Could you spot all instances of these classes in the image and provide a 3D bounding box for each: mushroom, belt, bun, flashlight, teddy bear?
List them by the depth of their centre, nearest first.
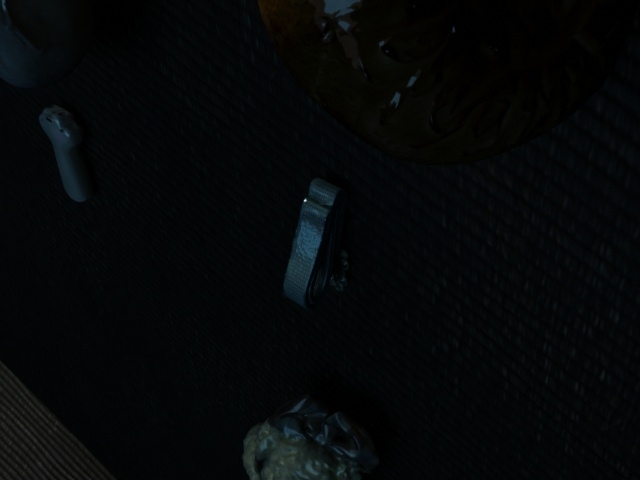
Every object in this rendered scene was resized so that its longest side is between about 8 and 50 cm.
[{"bbox_3d":[0.098,-0.192,0.446,0.297,0.278,0.163,23,179,-32],"label":"mushroom"},{"bbox_3d":[-0.406,-0.358,0.819,0.354,0.194,0.354,45,164,16],"label":"bun"},{"bbox_3d":[0.004,0.002,0.857,0.065,0.100,0.179,29,123,25],"label":"belt"},{"bbox_3d":[-0.454,-0.155,1.181,0.093,0.047,0.200,29,141,25],"label":"flashlight"},{"bbox_3d":[0.005,0.429,1.185,0.327,0.375,0.362,29,96,24],"label":"teddy bear"}]
